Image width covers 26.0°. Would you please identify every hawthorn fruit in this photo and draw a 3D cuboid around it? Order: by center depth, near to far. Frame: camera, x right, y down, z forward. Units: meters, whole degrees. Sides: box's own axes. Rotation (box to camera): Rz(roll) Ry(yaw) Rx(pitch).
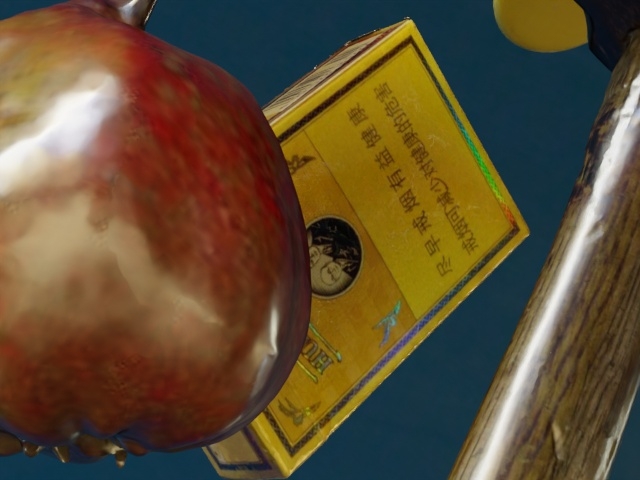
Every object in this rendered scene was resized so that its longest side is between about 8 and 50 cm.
[{"bbox_3d":[-0.101,-0.017,0.660,0.208,0.208,0.248,14,-109,-27],"label":"hawthorn fruit"}]

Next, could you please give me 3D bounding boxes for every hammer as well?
[{"bbox_3d":[0.122,0.011,0.606,0.242,0.095,0.409,34,-112,-16],"label":"hammer"}]

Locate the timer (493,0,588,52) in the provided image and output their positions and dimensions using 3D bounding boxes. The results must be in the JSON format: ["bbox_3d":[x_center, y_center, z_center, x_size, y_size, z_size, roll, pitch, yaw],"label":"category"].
[{"bbox_3d":[0.350,-0.279,1.130,0.376,0.376,0.387,21,-58,-28],"label":"timer"}]

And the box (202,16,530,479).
[{"bbox_3d":[0.000,0.000,0.969,0.301,0.084,0.193,-41,-74,-36],"label":"box"}]
